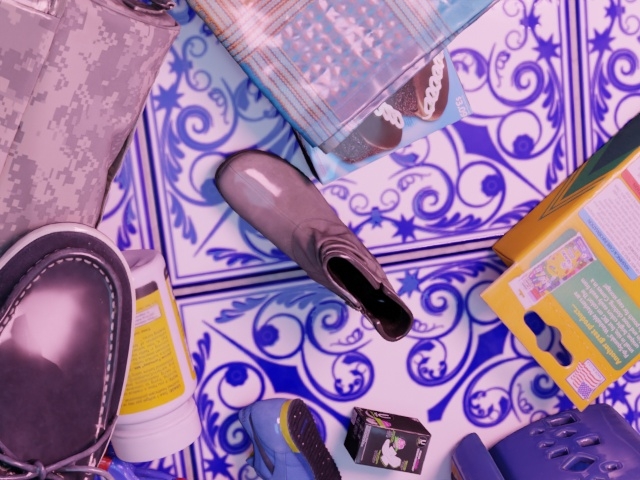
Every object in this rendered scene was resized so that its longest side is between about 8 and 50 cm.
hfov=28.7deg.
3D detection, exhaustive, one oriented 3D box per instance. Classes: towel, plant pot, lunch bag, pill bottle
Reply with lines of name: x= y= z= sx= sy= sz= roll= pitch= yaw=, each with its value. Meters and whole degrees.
towel: x=-0.015 y=-0.304 z=1.264 sx=0.271 sy=0.040 sz=0.370 roll=-42 pitch=107 yaw=-1
plant pot: x=0.272 y=0.342 z=1.449 sx=0.212 sy=0.236 sz=0.236 roll=-6 pitch=105 yaw=-4
lunch bag: x=-0.296 y=-0.129 z=1.224 sx=0.256 sy=0.212 sz=0.305 roll=17 pitch=103 yaw=-32
pill bottle: x=-0.201 y=0.124 z=1.351 sx=0.119 sy=0.119 sz=0.209 roll=-16 pitch=106 yaw=-8

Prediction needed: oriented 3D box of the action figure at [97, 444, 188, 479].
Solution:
action figure: x=-0.180 y=0.319 z=1.420 sx=0.280 sy=0.091 sz=0.139 roll=17 pitch=93 yaw=-14

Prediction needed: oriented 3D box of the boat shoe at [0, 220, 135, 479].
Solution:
boat shoe: x=-0.281 y=0.219 z=1.117 sx=0.186 sy=0.156 sz=0.500 roll=28 pitch=74 yaw=-26

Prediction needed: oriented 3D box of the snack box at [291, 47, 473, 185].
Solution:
snack box: x=0.017 y=-0.243 z=1.337 sx=0.187 sy=0.060 sz=0.322 roll=-26 pitch=107 yaw=-5

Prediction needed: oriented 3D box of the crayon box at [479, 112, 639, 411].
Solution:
crayon box: x=0.350 y=0.013 z=1.457 sx=0.323 sy=0.083 sz=0.203 roll=-42 pitch=108 yaw=0

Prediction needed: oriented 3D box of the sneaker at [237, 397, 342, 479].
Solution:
sneaker: x=-0.032 y=0.270 z=1.459 sx=0.082 sy=0.069 sz=0.209 roll=-10 pitch=118 yaw=25

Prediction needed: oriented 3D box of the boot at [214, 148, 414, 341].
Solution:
boot: x=0.000 y=0.000 z=1.340 sx=0.246 sy=0.161 sz=0.083 roll=41 pitch=92 yaw=-18

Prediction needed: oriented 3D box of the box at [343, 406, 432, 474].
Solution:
box: x=0.078 y=0.234 z=1.465 sx=0.083 sy=0.062 sz=0.052 roll=13 pitch=99 yaw=-14
